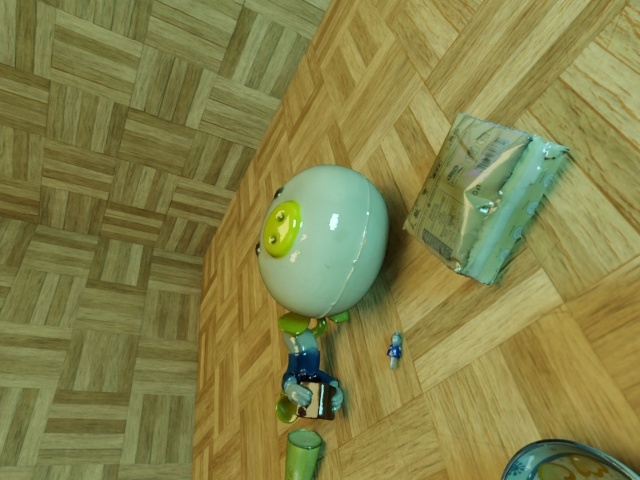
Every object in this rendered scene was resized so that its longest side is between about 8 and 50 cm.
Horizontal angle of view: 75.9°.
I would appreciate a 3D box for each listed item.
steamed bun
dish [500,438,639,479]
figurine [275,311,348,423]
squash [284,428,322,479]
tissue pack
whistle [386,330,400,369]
[{"bbox_3d":[0.006,0.002,1.004,0.334,0.334,0.373,26,95,63],"label":"steamed bun"},{"bbox_3d":[0.317,0.351,0.468,0.236,0.086,0.227,-12,67,60],"label":"dish"},{"bbox_3d":[-0.027,0.371,1.100,0.283,0.205,0.338,-121,38,-46],"label":"figurine"},{"bbox_3d":[-0.057,0.618,1.086,0.094,0.095,0.224,25,108,63],"label":"squash"},{"bbox_3d":[0.271,-0.082,0.736,0.256,0.123,0.215,-65,26,18],"label":"tissue pack"},{"bbox_3d":[0.160,0.239,0.895,0.033,0.029,0.083,66,-145,-71],"label":"whistle"}]
